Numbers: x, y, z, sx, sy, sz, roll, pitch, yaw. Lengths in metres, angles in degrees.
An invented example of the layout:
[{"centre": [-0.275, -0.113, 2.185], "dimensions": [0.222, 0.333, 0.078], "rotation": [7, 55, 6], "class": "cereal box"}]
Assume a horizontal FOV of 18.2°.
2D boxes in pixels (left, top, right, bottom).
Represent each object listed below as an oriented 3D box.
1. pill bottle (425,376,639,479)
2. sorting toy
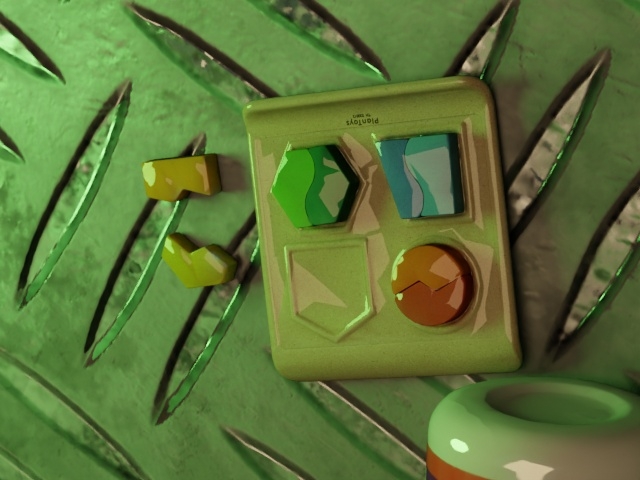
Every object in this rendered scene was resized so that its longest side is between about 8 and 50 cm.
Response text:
[{"centre": [0.160, 0.271, 1.444], "dimensions": [0.181, 0.181, 0.323], "rotation": [8, 104, 26], "class": "pill bottle"}, {"centre": [0.000, 0.000, 1.552], "dimensions": [0.307, 0.041, 0.229], "rotation": [-5, 98, 28], "class": "sorting toy"}]
